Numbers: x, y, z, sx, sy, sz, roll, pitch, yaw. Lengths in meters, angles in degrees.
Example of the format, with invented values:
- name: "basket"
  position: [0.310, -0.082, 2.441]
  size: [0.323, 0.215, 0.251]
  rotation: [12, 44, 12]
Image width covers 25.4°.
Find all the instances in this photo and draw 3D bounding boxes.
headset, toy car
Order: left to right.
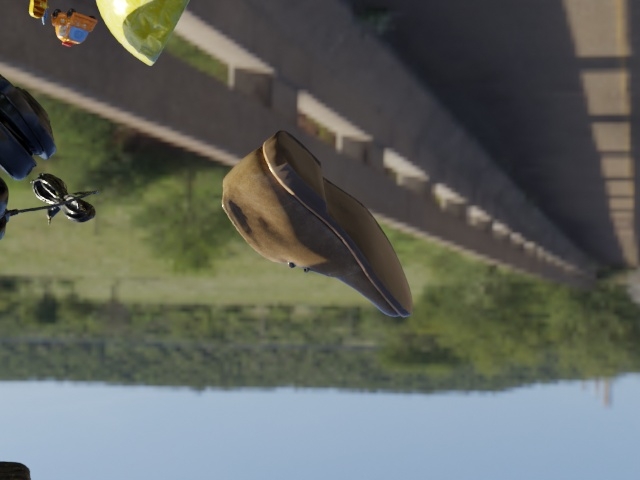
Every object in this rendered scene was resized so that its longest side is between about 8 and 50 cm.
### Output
- name: "headset"
  position: [-0.451, -0.104, 1.854]
  size: [0.394, 0.243, 0.185]
  rotation: [27, -172, -48]
- name: "toy car"
  position: [-0.308, -0.252, 1.623]
  size: [0.060, 0.040, 0.122]
  rotation: [10, 177, 30]

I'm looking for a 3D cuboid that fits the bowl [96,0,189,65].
- name: "bowl"
  position: [-0.223, -0.390, 1.863]
  size: [0.156, 0.289, 0.289]
  rotation: [27, 173, -11]

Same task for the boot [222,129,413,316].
- name: "boot"
  position: [0.000, 0.000, 1.751]
  size: [0.115, 0.305, 0.112]
  rotation: [-34, -151, 19]

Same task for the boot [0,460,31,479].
- name: "boot"
  position: [-0.511, 0.409, 1.860]
  size: [0.260, 0.348, 0.131]
  rotation: [16, 130, -18]
